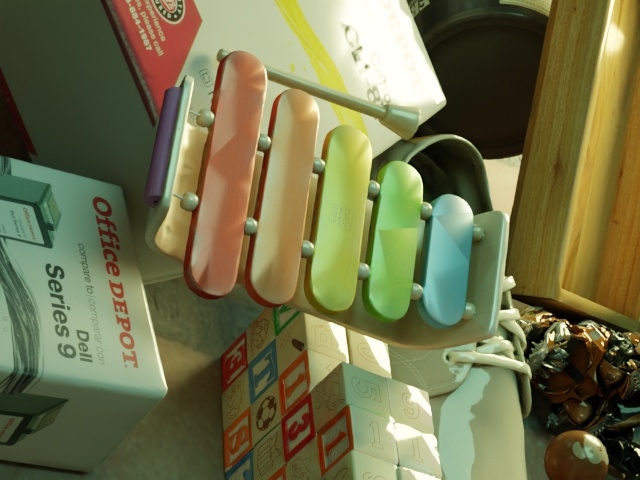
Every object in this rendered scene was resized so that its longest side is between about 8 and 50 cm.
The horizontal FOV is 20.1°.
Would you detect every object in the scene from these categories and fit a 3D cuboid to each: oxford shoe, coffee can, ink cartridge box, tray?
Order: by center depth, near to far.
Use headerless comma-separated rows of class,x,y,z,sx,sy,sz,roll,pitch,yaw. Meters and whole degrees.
ink cartridge box,-0.276,0.039,1.336,0.289,0.121,0.211,14,46,-36
ink cartridge box,-0.085,-0.163,1.584,0.385,0.160,0.279,-37,109,-49
oxford shoe,0.123,0.088,1.655,0.169,0.130,0.449,17,52,-43
tray,0.294,-0.124,1.868,0.203,0.076,0.410,21,77,-52
coffee can,0.184,-0.254,2.021,0.202,0.201,0.275,27,38,-23

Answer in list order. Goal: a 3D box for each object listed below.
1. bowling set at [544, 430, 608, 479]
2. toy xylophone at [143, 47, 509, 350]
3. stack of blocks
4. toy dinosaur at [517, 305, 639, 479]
bowling set,0.187,0.264,1.471,0.287,0.199,0.154,15,14,-31
toy xylophone,0.000,-0.039,1.415,0.323,0.081,0.236,14,64,-29
stack of blocks,0.005,0.171,1.437,0.087,0.171,0.297,23,40,-27
toy dinosaur,0.316,0.150,1.796,0.322,0.164,0.218,0,38,-29
